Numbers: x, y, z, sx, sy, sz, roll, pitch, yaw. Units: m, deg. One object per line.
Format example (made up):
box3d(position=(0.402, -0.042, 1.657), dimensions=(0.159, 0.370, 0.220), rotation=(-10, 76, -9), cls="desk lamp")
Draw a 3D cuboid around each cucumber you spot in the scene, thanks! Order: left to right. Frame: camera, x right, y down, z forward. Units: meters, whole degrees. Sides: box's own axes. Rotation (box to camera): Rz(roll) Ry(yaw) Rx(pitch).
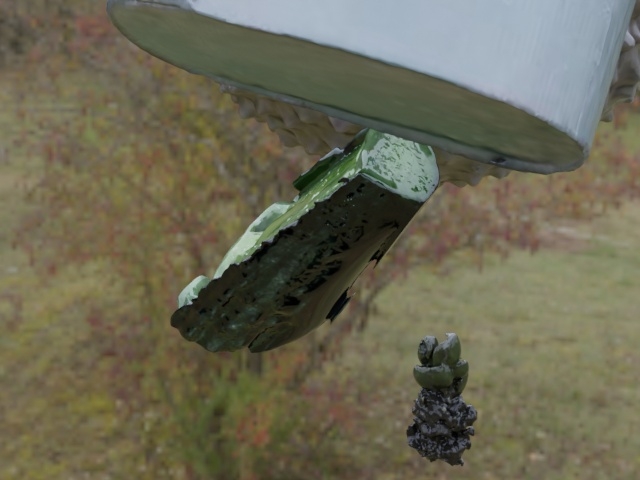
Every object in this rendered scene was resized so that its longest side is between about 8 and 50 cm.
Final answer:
box3d(position=(0.000, 0.000, 0.880), dimensions=(0.086, 0.193, 0.115), rotation=(43, 43, -1), cls="cucumber")

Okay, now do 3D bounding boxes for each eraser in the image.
box3d(position=(0.041, -0.155, 0.496), dimensions=(0.174, 0.227, 0.081), rotation=(17, -11, 9), cls="eraser")

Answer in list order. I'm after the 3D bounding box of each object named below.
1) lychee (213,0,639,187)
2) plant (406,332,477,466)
box3d(position=(0.084, -0.224, 1.043), dimensions=(0.380, 0.380, 0.432), rotation=(2, -7, 1), cls="lychee")
box3d(position=(0.141, 0.180, 1.627), dimensions=(0.085, 0.174, 0.087), rotation=(6, 26, 18), cls="plant")
